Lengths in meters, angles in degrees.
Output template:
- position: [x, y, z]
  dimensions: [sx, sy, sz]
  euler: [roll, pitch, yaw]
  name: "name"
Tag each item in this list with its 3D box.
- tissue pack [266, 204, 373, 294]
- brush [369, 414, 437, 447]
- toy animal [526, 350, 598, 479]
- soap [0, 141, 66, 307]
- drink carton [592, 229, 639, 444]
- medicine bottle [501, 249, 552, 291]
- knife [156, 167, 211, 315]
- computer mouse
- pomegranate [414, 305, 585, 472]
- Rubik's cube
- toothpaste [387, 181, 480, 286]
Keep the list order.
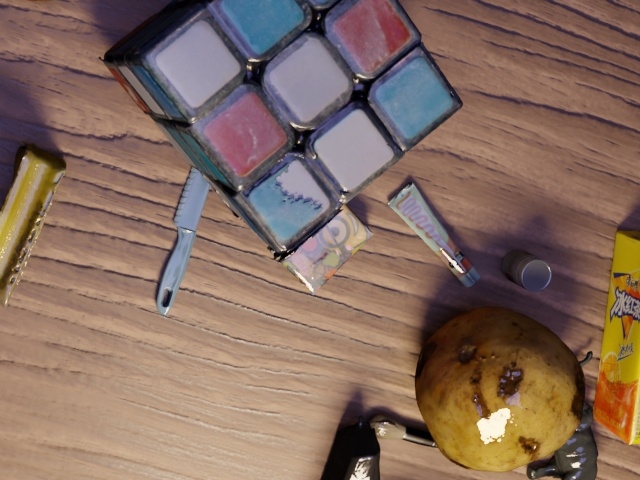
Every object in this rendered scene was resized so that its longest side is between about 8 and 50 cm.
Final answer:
- position: [0.000, 0.000, 1.818]
  dimensions: [0.148, 0.060, 0.108]
  euler: [-44, 105, -3]
  name: "tissue pack"
- position: [0.220, 0.357, 1.944]
  dimensions: [0.299, 0.039, 0.042]
  euler: [16, 95, -16]
  name: "brush"
- position: [0.429, 0.336, 1.966]
  dimensions: [0.137, 0.082, 0.269]
  euler: [-5, 97, -15]
  name: "toy animal"
- position: [-0.462, -0.028, 1.671]
  dimensions: [0.076, 0.135, 0.233]
  euler: [22, 95, -15]
  name: "soap"
- position: [0.574, 0.167, 1.927]
  dimensions: [0.111, 0.154, 0.351]
  euler: [2, 100, -14]
  name: "drink carton"
- position: [0.353, 0.051, 1.889]
  dimensions: [0.058, 0.091, 0.058]
  euler: [-2, 100, -12]
  name: "medicine bottle"
- position: [-0.217, -0.028, 1.790]
  dimensions: [0.044, 0.019, 0.313]
  euler: [18, 94, -14]
  name: "knife"
- position: [0.052, 0.424, 1.862]
  dimensions: [0.088, 0.147, 0.264]
  euler: [13, 98, -15]
  name: "computer mouse"
- position: [0.296, 0.245, 1.824]
  dimensions: [0.281, 0.281, 0.281]
  euler: [-2, 100, -12]
  name: "pomegranate"
- position: [-0.064, -0.239, 1.602]
  dimensions: [0.363, 0.362, 0.359]
  euler: [-41, 106, -5]
  name: "Rubik's cube"
- position: [0.198, -0.006, 1.876]
  dimensions: [0.056, 0.036, 0.205]
  euler: [-41, 102, -1]
  name: "toothpaste"
